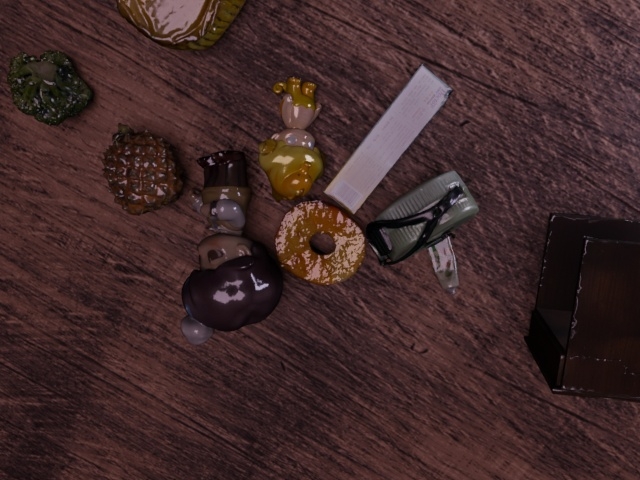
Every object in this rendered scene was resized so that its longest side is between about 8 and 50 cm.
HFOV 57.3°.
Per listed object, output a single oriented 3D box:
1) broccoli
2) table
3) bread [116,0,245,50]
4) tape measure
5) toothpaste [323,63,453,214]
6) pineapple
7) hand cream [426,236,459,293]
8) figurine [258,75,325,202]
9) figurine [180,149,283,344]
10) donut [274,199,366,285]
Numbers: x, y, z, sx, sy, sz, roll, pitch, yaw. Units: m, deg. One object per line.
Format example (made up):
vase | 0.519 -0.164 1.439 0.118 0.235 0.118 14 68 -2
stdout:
broccoli | -0.568 -0.320 1.214 0.162 0.138 0.146 48 66 -1
table | 0.518 0.112 1.085 0.196 0.250 0.282 6 104 8
bread | -0.264 -0.500 1.125 0.227 0.142 0.253 33 102 2
tape measure | 0.185 -0.027 1.124 0.235 0.207 0.115 -33 82 13
toothpaste | 0.132 -0.198 1.167 0.089 0.071 0.313 39 105 1
pineapple | -0.373 -0.152 1.207 0.166 0.166 0.193 -19 98 12
hand cream | 0.252 0.032 1.222 0.057 0.037 0.165 -17 93 11
figurine | -0.056 -0.197 1.176 0.156 0.131 0.246 10 88 -34
figurine | -0.199 0.010 1.183 0.218 0.206 0.365 -8 100 38
donut | 0.000 0.001 1.222 0.190 0.074 0.174 15 99 -6
